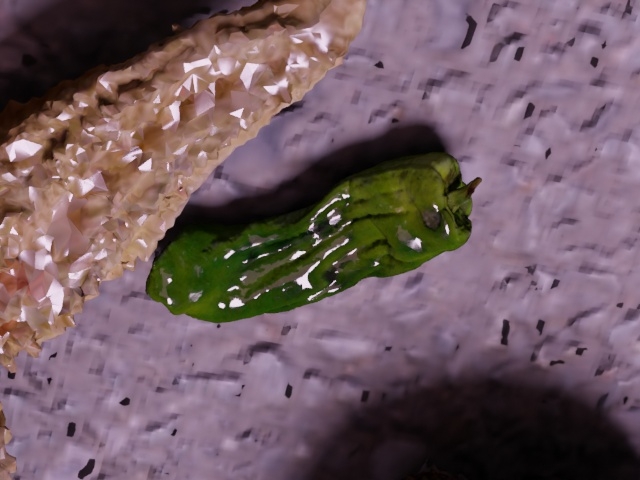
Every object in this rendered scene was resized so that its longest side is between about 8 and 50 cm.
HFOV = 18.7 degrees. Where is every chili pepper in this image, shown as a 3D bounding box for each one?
[{"bbox_3d":[0.000,0.000,0.508,0.091,0.034,0.030,-16,87,7],"label":"chili pepper"}]

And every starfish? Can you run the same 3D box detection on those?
[{"bbox_3d":[-0.134,-0.011,0.474,0.299,0.060,0.302,44,100,-10],"label":"starfish"}]

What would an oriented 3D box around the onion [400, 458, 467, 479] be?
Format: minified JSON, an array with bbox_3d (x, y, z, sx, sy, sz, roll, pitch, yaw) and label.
[{"bbox_3d":[0.054,0.106,0.538,0.115,0.104,0.115,-25,153,-14],"label":"onion"}]
